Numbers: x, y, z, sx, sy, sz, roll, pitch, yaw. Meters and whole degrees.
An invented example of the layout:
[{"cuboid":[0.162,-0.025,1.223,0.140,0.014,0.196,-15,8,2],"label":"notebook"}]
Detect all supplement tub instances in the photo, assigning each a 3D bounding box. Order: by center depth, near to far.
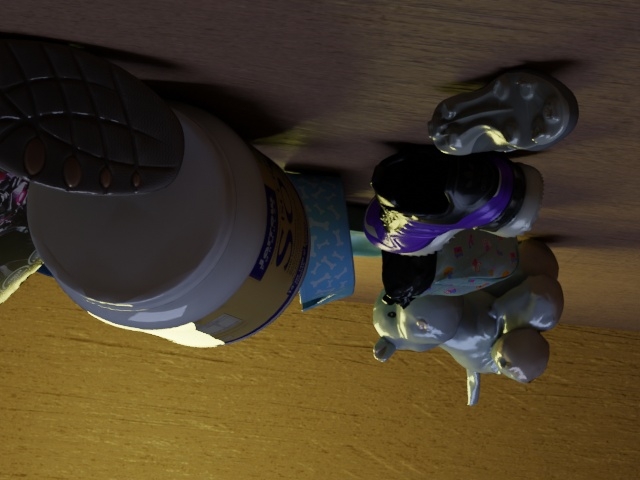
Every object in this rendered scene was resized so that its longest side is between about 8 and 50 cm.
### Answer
[{"cuboid":[-0.155,-0.016,1.785,0.241,0.241,0.331,4,173,12],"label":"supplement tub"}]

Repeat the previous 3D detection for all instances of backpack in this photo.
[{"cuboid":[0.168,0.013,2.206,0.182,0.152,0.115,4,172,-39],"label":"backpack"}]

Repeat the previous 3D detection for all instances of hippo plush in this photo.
[{"cuboid":[0.205,0.089,2.528,0.236,0.234,0.294,18,163,-14],"label":"hippo plush"}]

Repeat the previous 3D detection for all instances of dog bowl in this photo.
[{"cuboid":[0.000,0.000,2.168,0.074,0.166,0.297,-8,173,-1],"label":"dog bowl"}]

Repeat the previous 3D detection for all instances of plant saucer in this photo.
[{"cuboid":[0.011,-0.017,2.467,0.317,0.044,0.317,5,173,1],"label":"plant saucer"}]

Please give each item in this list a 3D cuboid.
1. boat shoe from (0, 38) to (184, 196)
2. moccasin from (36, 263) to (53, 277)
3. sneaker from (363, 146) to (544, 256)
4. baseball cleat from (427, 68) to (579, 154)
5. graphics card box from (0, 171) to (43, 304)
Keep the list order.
[{"cuboid":[-0.299,-0.128,1.557,0.355,0.132,0.130,16,-179,-13],"label":"boat shoe"},{"cuboid":[-0.252,0.010,2.281,0.342,0.138,0.117,4,175,8],"label":"moccasin"},{"cuboid":[0.108,-0.054,1.893,0.146,0.102,0.293,14,165,-29],"label":"sneaker"},{"cuboid":[0.182,-0.114,1.489,0.109,0.072,0.206,-6,-176,-29],"label":"baseball cleat"},{"cuboid":[-0.422,-0.031,1.961,0.094,0.233,0.371,48,-174,17],"label":"graphics card box"}]
